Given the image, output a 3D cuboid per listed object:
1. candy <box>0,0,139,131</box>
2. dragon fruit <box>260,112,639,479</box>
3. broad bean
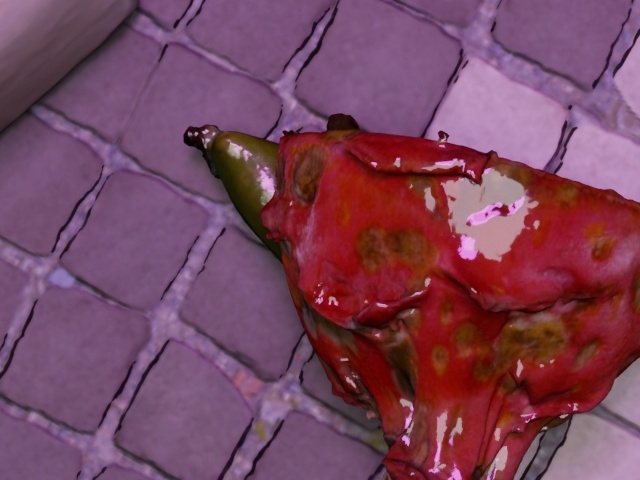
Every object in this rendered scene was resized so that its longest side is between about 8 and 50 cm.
[{"bbox_3d":[-0.303,-0.113,0.935,0.359,0.145,0.208,-42,85,0],"label":"candy"},{"bbox_3d":[0.092,0.055,0.878,0.262,0.134,0.211,12,89,-11],"label":"dragon fruit"},{"bbox_3d":[0.000,0.000,0.957,0.214,0.048,0.070,42,78,-1],"label":"broad bean"}]
